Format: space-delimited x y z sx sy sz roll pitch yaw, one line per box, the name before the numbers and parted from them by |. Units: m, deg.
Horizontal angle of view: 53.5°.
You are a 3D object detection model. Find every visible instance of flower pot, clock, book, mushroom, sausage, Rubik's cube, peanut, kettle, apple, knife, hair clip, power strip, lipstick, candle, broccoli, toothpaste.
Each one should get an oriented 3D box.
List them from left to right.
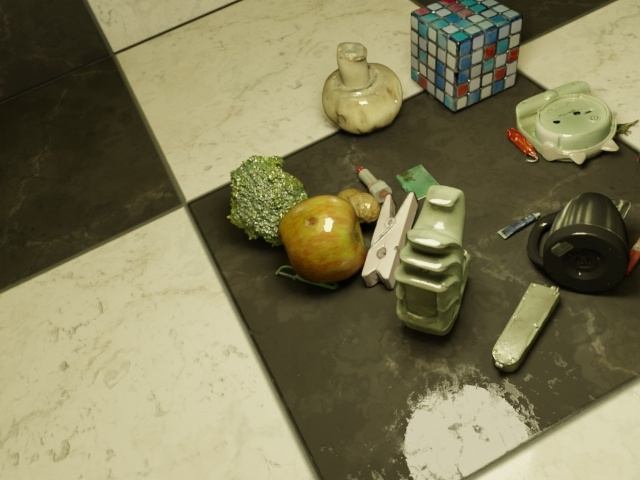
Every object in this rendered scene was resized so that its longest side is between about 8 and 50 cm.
broccoli | -0.177 -0.125 2.015 0.260 0.235 0.288 -3 84 49
knife | -0.035 0.110 1.920 0.212 0.015 0.054 14 46 28
apple | 0.000 0.000 1.849 0.264 0.264 0.264 -8 46 9
peanut | 0.110 -0.107 1.991 0.108 0.095 0.226 -49 26 -3
mushroom | 0.141 -0.561 2.272 0.314 0.336 0.314 -5 55 7
lipstick | 0.168 -0.195 2.119 0.063 0.057 0.186 -25 41 -7
hair clip | 0.212 -0.005 1.905 0.101 0.085 0.331 4 55 23
book | 0.319 -0.191 2.091 0.103 0.017 0.135 -24 46 -7
flower pot | 0.289 0.059 1.624 0.164 0.367 0.254 14 55 23
Rubik's cube | 0.516 -0.687 2.289 0.287 0.293 0.292 -25 46 -15
toothpaste | 0.590 -0.047 1.876 0.140 0.021 0.037 -28 40 -8
candle | 0.661 -0.312 2.082 0.048 0.053 0.162 -27 48 -1
power strip | 0.523 0.223 1.625 0.080 0.048 0.286 21 57 34
clock | 0.809 -0.370 2.043 0.265 0.109 0.324 -21 44 -2
kettle | 0.713 -0.013 1.717 0.207 0.251 0.271 29 49 1
sausage | 0.876 0.011 1.728 0.034 0.034 0.253 29 60 35

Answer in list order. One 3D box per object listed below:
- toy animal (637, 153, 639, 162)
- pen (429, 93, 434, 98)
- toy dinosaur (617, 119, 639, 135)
toy animal | 1.045 -0.285 1.931 0.202 0.070 0.105 -23 65 -11
pen | 0.429 -0.614 2.447 0.025 0.025 0.204 -5 47 12
toy dinosaur | 0.985 -0.371 2.058 0.119 0.029 0.060 -35 36 -17
